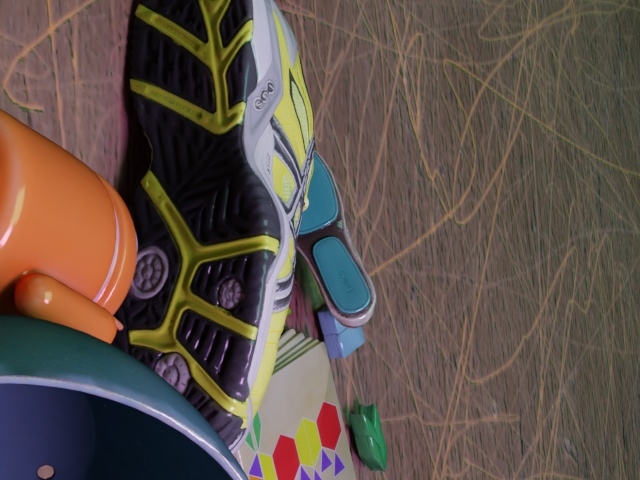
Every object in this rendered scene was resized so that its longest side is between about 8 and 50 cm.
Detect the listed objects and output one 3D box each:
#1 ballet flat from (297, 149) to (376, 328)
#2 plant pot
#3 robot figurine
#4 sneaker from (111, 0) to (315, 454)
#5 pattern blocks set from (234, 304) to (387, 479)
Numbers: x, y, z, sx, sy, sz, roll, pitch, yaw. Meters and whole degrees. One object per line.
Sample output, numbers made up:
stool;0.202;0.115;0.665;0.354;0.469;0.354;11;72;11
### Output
ballet flat;0.000;0.000;1.370;0.052;0.057;0.168;90;-19;-72
plant pot;-0.179;0.155;0.853;0.195;0.290;0.290;-119;-175;-63
robot figurine;-0.193;-0.008;0.952;0.219;0.158;0.128;38;59;-60
sneaker;-0.058;-0.019;1.191;0.147;0.145;0.385;31;59;-54
pattern blocks set;-0.033;0.170;1.307;0.325;0.026;0.285;-13;95;-60
